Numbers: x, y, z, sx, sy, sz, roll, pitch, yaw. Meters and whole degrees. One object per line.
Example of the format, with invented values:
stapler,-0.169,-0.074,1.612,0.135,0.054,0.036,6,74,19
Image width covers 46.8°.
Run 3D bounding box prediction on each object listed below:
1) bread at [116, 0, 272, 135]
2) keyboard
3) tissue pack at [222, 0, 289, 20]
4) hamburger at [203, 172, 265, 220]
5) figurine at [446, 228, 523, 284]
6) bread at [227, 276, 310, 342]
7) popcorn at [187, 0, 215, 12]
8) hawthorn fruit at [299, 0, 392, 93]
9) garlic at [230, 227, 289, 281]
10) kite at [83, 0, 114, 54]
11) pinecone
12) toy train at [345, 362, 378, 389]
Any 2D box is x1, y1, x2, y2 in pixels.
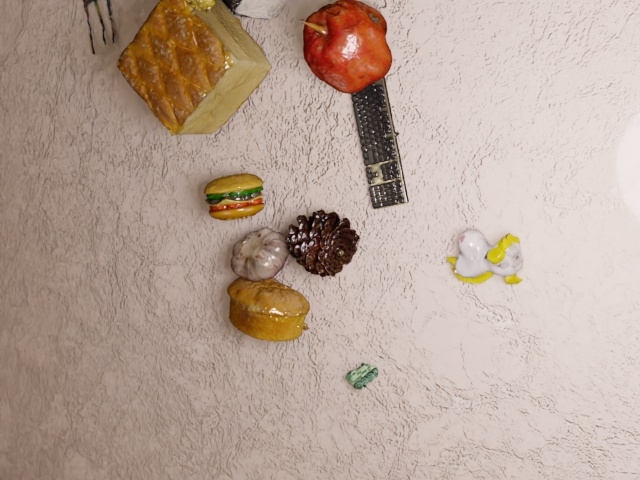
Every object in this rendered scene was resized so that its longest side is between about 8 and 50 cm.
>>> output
bread,-0.316,-0.443,1.867,0.279,0.207,0.279,49,117,13
keyboard,0.138,-0.234,1.743,0.106,0.027,0.316,-10,92,31
tissue pack,-0.205,-0.716,1.763,0.210,0.198,0.370,-47,75,22
hamburger,-0.218,-0.111,1.894,0.162,0.162,0.115,-5,99,30
figurine,0.357,0.042,1.629,0.178,0.109,0.129,6,123,32
bread,-0.151,0.181,1.918,0.229,0.139,0.143,19,115,27
popcorn,-0.276,-0.564,1.704,0.083,0.057,0.082,57,159,2
hawthorn fruit,0.039,-0.443,1.632,0.208,0.243,0.207,-7,79,37
garlic,-0.153,0.040,1.905,0.159,0.102,0.147,-27,53,8
kite,-0.647,-0.687,2.131,0.152,0.015,0.285,-9,91,33
pinecone,-0.008,0.000,1.797,0.165,0.163,0.162,20,108,40
toy train,0.107,0.336,1.847,0.083,0.033,0.053,-45,72,27
